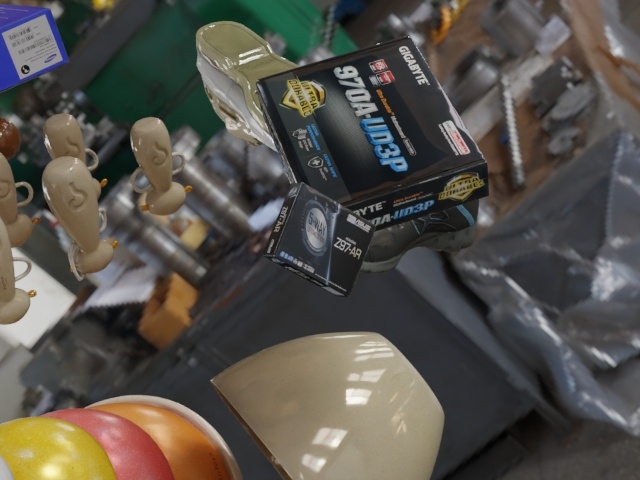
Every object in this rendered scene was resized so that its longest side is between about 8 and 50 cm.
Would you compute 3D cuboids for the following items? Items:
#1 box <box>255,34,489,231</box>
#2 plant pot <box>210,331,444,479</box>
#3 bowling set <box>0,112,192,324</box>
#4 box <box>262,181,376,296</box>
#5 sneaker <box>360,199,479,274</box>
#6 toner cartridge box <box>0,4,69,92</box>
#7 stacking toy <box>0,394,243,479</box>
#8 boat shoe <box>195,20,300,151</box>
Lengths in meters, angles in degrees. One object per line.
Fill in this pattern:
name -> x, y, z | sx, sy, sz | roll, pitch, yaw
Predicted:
box -> 0.046, -0.103, 1.198 | 0.175, 0.051, 0.220 | -17, 46, -5
plant pot -> 0.032, 0.217, 1.408 | 0.191, 0.284, 0.284 | -38, 16, -9
bowling set -> -0.309, -0.054, 1.389 | 0.287, 0.154, 0.200 | -28, 43, -21
box -> 0.000, 0.000, 0.988 | 0.018, 0.083, 0.067 | 0, 64, 57
sneaker -> 0.108, -0.045, 1.751 | 0.341, 0.125, 0.139 | -16, -55, -46
toner cartridge box -> -0.474, -0.242, 1.538 | 0.165, 0.075, 0.348 | -29, 26, -28
stacking toy -> -0.317, 0.304, 1.370 | 0.351, 0.480, 0.350 | -7, 67, 17
boat shoe -> -0.072, -0.184, 1.627 | 0.113, 0.103, 0.302 | -18, 45, -22
